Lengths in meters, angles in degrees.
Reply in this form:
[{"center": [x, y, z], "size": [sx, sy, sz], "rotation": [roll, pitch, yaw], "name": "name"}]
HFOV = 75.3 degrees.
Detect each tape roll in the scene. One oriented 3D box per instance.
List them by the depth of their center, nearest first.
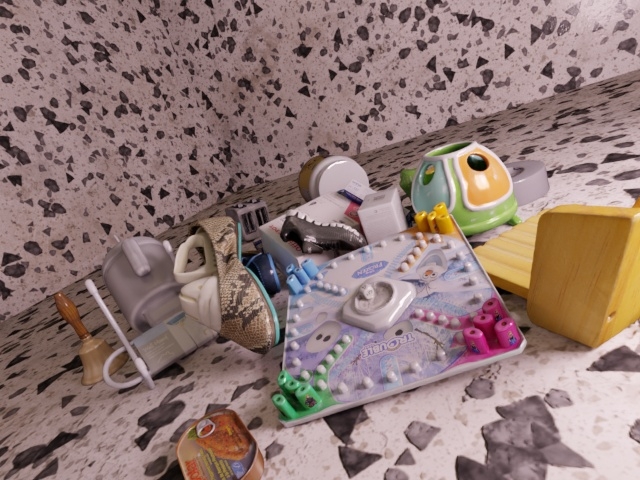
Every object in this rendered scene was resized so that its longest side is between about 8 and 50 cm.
[{"center": [0.535, -0.159, 1.199], "size": [0.219, 0.072, 0.219], "rotation": [-20, 16, 6], "name": "tape roll"}]

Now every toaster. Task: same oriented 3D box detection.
[{"center": [-0.322, -0.086, 1.869], "size": [0.168, 0.186, 0.110], "rotation": [-25, 18, -38], "name": "toaster"}]

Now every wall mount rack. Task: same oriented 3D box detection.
[{"center": [-0.389, 0.174, 1.010], "size": [0.350, 0.130, 0.304], "rotation": [-31, 56, -29], "name": "wall mount rack"}]

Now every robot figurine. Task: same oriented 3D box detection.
[{"center": [-0.496, 0.125, 1.200], "size": [0.199, 0.300, 0.353], "rotation": [-30, 57, -28], "name": "robot figurine"}]

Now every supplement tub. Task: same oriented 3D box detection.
[{"center": [0.049, -0.236, 1.735], "size": [0.241, 0.241, 0.331], "rotation": [-24, 17, -9], "name": "supplement tub"}]

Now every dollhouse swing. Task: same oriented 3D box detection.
[{"center": [0.437, -0.058, 0.672], "size": [0.346, 0.315, 0.305], "rotation": [-26, 38, -14], "name": "dollhouse swing"}]

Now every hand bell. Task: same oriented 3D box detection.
[{"center": [-0.620, 0.240, 1.081], "size": [0.126, 0.242, 0.126], "rotation": [-20, 16, 6], "name": "hand bell"}]

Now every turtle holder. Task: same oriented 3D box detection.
[{"center": [0.350, -0.133, 1.075], "size": [0.243, 0.228, 0.320], "rotation": [-20, 17, 8], "name": "turtle holder"}]

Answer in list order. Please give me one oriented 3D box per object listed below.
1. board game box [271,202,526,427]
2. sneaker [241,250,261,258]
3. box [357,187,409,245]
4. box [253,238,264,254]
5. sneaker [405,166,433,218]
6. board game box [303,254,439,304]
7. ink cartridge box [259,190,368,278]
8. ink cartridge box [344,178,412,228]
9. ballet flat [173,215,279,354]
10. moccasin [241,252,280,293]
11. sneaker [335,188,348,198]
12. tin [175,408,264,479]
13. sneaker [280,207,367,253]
[{"center": [0.099, 0.103, 0.758], "size": [0.389, 0.050, 0.390], "rotation": [-23, 29, 13], "name": "board game box"}, {"center": [-0.290, 0.064, 1.524], "size": [0.192, 0.064, 0.086], "rotation": [-18, 22, 22], "name": "sneaker"}, {"center": [0.172, -0.031, 1.072], "size": [0.091, 0.171, 0.130], "rotation": [-13, 19, 21], "name": "box"}, {"center": [-0.149, -0.010, 1.632], "size": [0.225, 0.037, 0.136], "rotation": [-26, 18, -10], "name": "box"}, {"center": [0.355, -0.164, 1.328], "size": [0.228, 0.132, 0.086], "rotation": [-21, 17, -1], "name": "sneaker"}, {"center": [0.137, 0.093, 0.917], "size": [0.316, 0.064, 0.242], "rotation": [-11, 20, 31], "name": "board game box"}, {"center": [-0.006, -0.012, 1.217], "size": [0.283, 0.117, 0.207], "rotation": [-29, 43, -26], "name": "ink cartridge box"}, {"center": [0.170, -0.097, 1.217], "size": [0.207, 0.097, 0.046], "rotation": [35, 79, 27], "name": "ink cartridge box"}, {"center": [-0.239, 0.089, 0.948], "size": [0.182, 0.164, 0.483], "rotation": [-2, 30, -22], "name": "ballet flat"}, {"center": [-0.198, 0.109, 1.196], "size": [0.116, 0.138, 0.342], "rotation": [-14, 1, -18], "name": "moccasin"}, {"center": [0.146, -0.109, 1.379], "size": [0.131, 0.148, 0.350], "rotation": [-29, 20, -25], "name": "sneaker"}, {"center": [-0.152, 0.321, 0.618], "size": [0.106, 0.040, 0.189], "rotation": [-25, 17, -24], "name": "tin"}, {"center": [0.000, 0.000, 1.061], "size": [0.234, 0.078, 0.106], "rotation": [19, 58, 13], "name": "sneaker"}]
